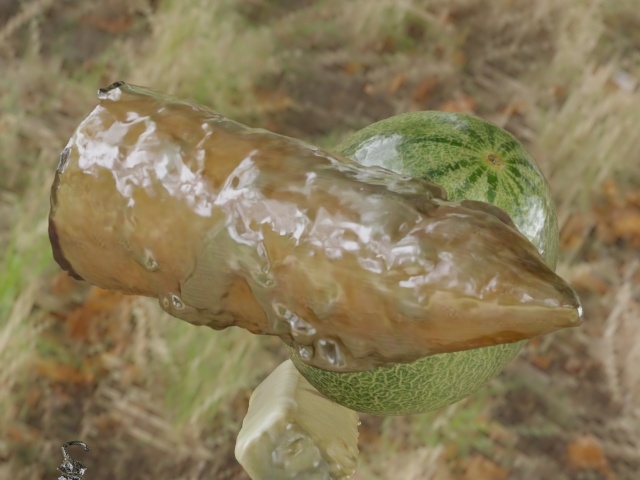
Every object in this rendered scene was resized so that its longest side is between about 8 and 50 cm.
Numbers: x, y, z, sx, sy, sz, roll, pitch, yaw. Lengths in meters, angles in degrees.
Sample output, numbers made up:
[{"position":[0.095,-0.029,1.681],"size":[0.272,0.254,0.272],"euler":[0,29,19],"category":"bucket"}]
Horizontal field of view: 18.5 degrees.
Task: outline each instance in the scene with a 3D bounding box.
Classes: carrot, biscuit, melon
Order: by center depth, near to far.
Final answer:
[{"position":[0.000,0.000,0.806],"size":[0.263,0.102,0.102],"euler":[14,21,39],"category":"carrot"},{"position":[0.044,0.015,0.981],"size":[0.139,0.192,0.139],"euler":[14,50,-17],"category":"melon"},{"position":[-0.014,0.105,1.072],"size":[0.056,0.052,0.188],"euler":[48,4,-4],"category":"biscuit"}]

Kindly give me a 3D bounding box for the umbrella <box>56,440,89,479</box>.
[{"position":[-0.139,0.142,1.121],"size":[0.022,0.013,0.122],"euler":[-4,20,-10],"category":"umbrella"}]
